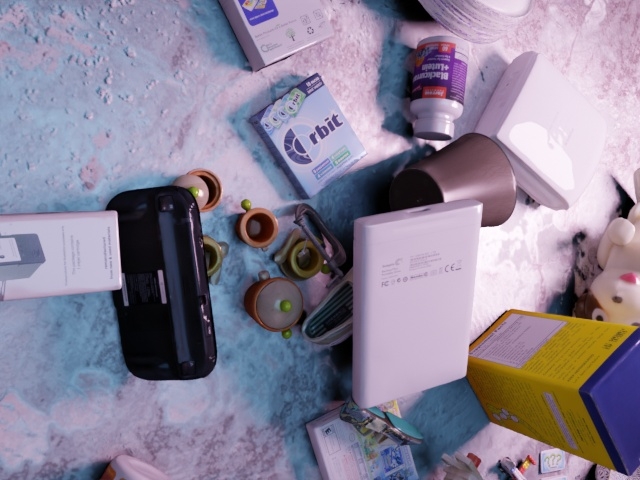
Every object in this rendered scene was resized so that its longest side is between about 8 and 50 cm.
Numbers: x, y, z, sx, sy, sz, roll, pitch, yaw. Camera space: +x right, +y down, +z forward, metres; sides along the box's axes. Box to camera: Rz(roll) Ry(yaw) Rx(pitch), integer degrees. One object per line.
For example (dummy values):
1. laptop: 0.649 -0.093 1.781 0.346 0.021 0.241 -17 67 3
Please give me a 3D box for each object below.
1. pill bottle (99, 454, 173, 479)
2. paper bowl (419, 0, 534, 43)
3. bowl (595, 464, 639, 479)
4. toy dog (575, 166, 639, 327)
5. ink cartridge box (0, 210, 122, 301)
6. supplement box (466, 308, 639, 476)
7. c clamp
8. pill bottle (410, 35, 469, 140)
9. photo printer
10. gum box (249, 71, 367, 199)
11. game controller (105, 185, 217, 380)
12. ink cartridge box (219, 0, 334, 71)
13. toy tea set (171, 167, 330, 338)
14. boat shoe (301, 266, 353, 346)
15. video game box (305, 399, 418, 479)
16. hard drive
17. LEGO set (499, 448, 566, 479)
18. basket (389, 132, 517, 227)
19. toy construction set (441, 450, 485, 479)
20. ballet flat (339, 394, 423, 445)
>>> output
1. pill bottle: -0.329 0.463 0.961 0.121 0.121 0.216 35 76 -22
2. paper bowl: 0.313 -0.549 1.210 0.285 0.148 0.284 14 60 -26
3. bowl: 0.736 0.583 1.506 0.170 0.080 0.169 0 91 -27
4. toy dog: 0.780 0.080 1.452 0.408 0.285 0.395 -45 145 -21
5. ink cartridge box: -0.439 0.020 0.862 0.273 0.198 0.114 -4 93 -26
6. supplement box: 0.488 0.284 1.229 0.194 0.357 0.195 -35 105 -21
7. c clamp: 0.000 0.000 1.122 0.160 0.022 0.137 55 26 4
8. pill bottle: 0.240 -0.306 1.245 0.108 0.108 0.193 8 86 -26
9. photo printer: 0.510 -0.233 1.378 0.308 0.107 0.255 36 75 -22
10. gum box: -0.020 -0.196 1.154 0.157 0.041 0.184 -40 107 -20
11. game controller: -0.261 0.073 0.988 0.067 0.167 0.318 -16 101 -66
12. ink cartridge box: -0.118 -0.490 1.094 0.166 0.065 0.332 -31 104 -23
13. toy tea set: -0.128 0.018 1.055 0.336 0.124 0.199 35 76 -22
14. boat shoe: 0.089 0.090 1.107 0.302 0.094 0.109 -47 76 11
15. video game box: 0.085 0.418 1.205 0.187 0.048 0.205 -19 98 -23
16. hard drive: 0.167 0.113 1.076 0.233 0.047 0.352 -11 115 -22
17. LEGO set: 0.488 0.584 1.399 0.245 0.060 0.182 3 85 -26
18. basket: 0.255 -0.097 1.194 0.227 0.154 0.204 -20 89 -41
19. toy construction set: 0.205 0.556 1.208 0.328 0.151 0.215 -44 117 -6
20. ballet flat: 0.112 0.355 1.166 0.188 0.070 0.070 35 75 -20
